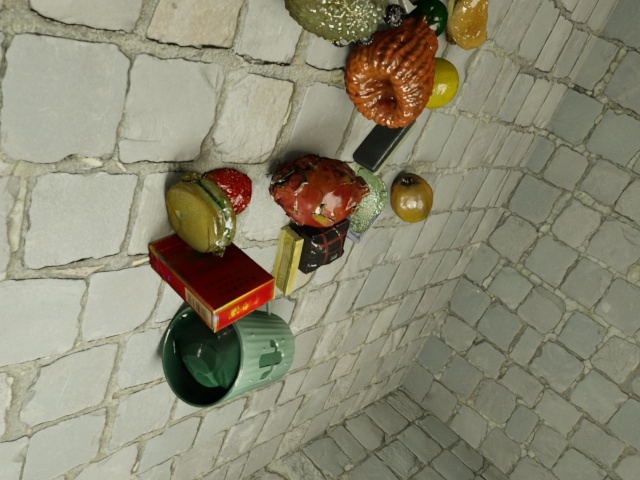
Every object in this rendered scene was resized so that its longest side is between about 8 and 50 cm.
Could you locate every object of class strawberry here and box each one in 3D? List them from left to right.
[{"bbox_3d":[-0.257,-0.138,1.477,0.147,0.082,0.187,-57,145,-5],"label":"strawberry"}]

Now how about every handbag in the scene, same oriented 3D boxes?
[{"bbox_3d":[0.000,0.000,1.876,0.215,0.155,0.169,-28,135,-37],"label":"handbag"}]

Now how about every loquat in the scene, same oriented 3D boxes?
[{"bbox_3d":[0.379,-0.179,2.187,0.234,0.176,0.187,56,32,-40],"label":"loquat"}]

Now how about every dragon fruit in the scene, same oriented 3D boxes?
[{"bbox_3d":[-0.007,-0.154,1.635,0.315,0.250,0.250,-28,142,-38],"label":"dragon fruit"}]

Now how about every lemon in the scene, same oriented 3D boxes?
[{"bbox_3d":[0.389,-0.544,1.815,0.206,0.173,0.174,-35,146,-40],"label":"lemon"}]

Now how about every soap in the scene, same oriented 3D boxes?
[{"bbox_3d":[-0.121,0.076,1.854,0.037,0.092,0.252,-18,136,-37],"label":"soap"}]

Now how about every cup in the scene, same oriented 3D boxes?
[{"bbox_3d":[-0.266,0.330,1.730,0.401,0.310,0.392,-56,155,10],"label":"cup"}]

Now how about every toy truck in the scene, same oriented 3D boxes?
[{"bbox_3d":[0.133,-0.620,1.440,0.286,0.136,0.111,-39,126,-24],"label":"toy truck"}]

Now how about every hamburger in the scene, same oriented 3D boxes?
[{"bbox_3d":[-0.303,-0.077,1.366,0.122,0.189,0.215,-37,136,-37],"label":"hamburger"},{"bbox_3d":[0.497,-0.759,1.785,0.131,0.124,0.262,-43,147,-15],"label":"hamburger"}]

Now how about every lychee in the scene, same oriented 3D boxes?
[{"bbox_3d":[0.036,-0.599,1.219,0.255,0.274,0.255,-42,178,-2],"label":"lychee"}]

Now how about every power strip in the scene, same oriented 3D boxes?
[{"bbox_3d":[0.234,-0.360,1.864,0.257,0.105,0.070,-52,151,0],"label":"power strip"}]

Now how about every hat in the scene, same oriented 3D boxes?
[{"bbox_3d":[0.238,-0.565,1.602,0.285,0.285,0.400,75,32,-54],"label":"hat"}]

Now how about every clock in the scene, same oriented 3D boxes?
[{"bbox_3d":[0.158,-0.095,2.071,0.193,0.073,0.144,-53,149,1],"label":"clock"}]

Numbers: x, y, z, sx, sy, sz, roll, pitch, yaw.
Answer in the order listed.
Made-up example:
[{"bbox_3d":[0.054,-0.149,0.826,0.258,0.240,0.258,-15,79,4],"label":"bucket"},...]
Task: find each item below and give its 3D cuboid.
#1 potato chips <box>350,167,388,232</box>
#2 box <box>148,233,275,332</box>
[{"bbox_3d":[0.163,-0.144,1.955,0.228,0.167,0.059,-57,-168,11],"label":"potato chips"},{"bbox_3d":[-0.296,0.086,1.411,0.197,0.313,0.089,-28,141,-35],"label":"box"}]
